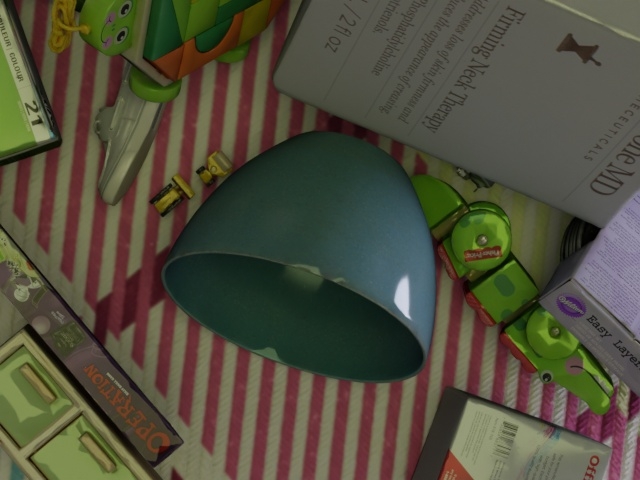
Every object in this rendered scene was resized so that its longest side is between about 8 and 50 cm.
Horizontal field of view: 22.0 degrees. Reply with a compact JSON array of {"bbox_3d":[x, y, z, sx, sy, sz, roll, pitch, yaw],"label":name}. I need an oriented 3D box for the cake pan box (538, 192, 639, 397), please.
[{"bbox_3d":[0.384,0.062,1.803,0.267,0.070,0.245,42,46,-7],"label":"cake pan box"}]

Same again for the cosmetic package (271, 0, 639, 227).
[{"bbox_3d":[0.212,-0.279,1.663,0.394,0.329,0.327,23,62,-5],"label":"cosmetic package"}]

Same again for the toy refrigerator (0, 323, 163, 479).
[{"bbox_3d":[-0.271,0.227,1.785,0.102,0.094,0.269,-39,95,-4],"label":"toy refrigerator"}]

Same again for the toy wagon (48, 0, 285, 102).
[{"bbox_3d":[-0.133,-0.261,1.667,0.068,0.267,0.344,34,44,20],"label":"toy wagon"}]

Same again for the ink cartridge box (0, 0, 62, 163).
[{"bbox_3d":[-0.343,-0.177,1.686,0.097,0.255,0.188,-20,93,-6],"label":"ink cartridge box"}]

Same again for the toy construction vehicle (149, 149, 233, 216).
[{"bbox_3d":[-0.127,-0.047,1.828,0.098,0.035,0.086,-43,94,4],"label":"toy construction vehicle"}]

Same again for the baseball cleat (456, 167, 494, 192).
[{"bbox_3d":[0.144,-0.157,1.835,0.109,0.072,0.206,-45,98,-7],"label":"baseball cleat"}]

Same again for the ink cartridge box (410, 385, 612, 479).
[{"bbox_3d":[0.210,0.253,1.822,0.176,0.127,0.128,21,88,-6],"label":"ink cartridge box"}]

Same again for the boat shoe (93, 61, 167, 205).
[{"bbox_3d":[-0.214,-0.131,1.800,0.063,0.066,0.184,20,90,4],"label":"boat shoe"}]

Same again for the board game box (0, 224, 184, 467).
[{"bbox_3d":[-0.276,0.085,1.724,0.056,0.208,0.347,-40,95,-4],"label":"board game box"}]

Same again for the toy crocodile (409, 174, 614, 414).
[{"bbox_3d":[0.207,0.059,1.827,0.105,0.115,0.340,-39,93,9],"label":"toy crocodile"}]

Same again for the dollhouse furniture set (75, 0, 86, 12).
[{"bbox_3d":[-0.237,-0.422,1.720,0.151,0.198,0.301,20,72,-34],"label":"dollhouse furniture set"}]

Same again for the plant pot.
[{"bbox_3d":[0.000,0.000,1.738,0.290,0.290,0.195,22,67,-6],"label":"plant pot"}]
